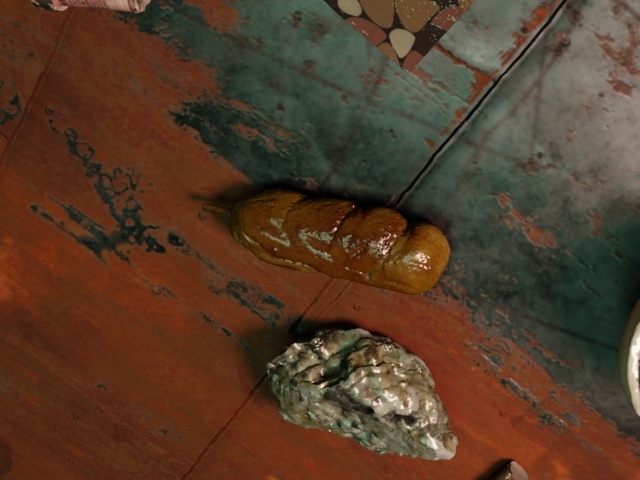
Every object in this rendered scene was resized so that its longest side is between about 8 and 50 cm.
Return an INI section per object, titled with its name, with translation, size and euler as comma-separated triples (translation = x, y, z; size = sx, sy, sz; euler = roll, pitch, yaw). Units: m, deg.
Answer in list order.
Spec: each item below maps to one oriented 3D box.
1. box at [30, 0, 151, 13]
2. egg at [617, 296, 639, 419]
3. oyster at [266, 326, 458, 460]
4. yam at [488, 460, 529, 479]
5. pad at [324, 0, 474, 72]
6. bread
[box]
translation = -0.266, -0.344, 1.308
size = 0.135, 0.151, 0.151
euler = 10, 121, 3
[egg]
translation = 0.487, 0.116, 1.315
size = 0.286, 0.174, 0.264
euler = -33, 107, 5
[oyster]
translation = 0.060, 0.220, 1.540
size = 0.267, 0.112, 0.198
euler = 3, 119, 13
[yam]
translation = 0.217, 0.421, 1.640
size = 0.046, 0.046, 0.264
euler = 37, 122, -4
[pad]
translation = 0.116, -0.326, 1.274
size = 0.158, 0.003, 0.235
euler = 39, 123, -6
[bread]
translation = 0.000, -0.001, 1.449
size = 0.344, 0.084, 0.124
euler = 12, 121, 12
